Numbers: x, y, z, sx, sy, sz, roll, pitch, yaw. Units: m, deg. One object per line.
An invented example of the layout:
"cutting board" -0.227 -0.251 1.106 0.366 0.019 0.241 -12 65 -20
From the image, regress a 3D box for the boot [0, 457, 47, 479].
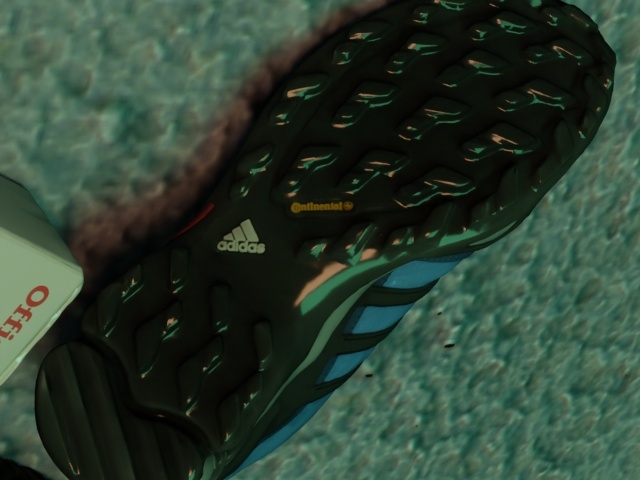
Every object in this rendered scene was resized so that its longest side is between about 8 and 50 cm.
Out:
"boot" -0.252 0.191 0.678 0.260 0.131 0.348 -46 140 7

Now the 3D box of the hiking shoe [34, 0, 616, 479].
"hiking shoe" 0.000 0.000 0.747 0.304 0.113 0.132 -39 170 -11

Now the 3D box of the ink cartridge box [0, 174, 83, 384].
"ink cartridge box" -0.180 0.010 0.624 0.109 0.063 0.150 -48 140 8
